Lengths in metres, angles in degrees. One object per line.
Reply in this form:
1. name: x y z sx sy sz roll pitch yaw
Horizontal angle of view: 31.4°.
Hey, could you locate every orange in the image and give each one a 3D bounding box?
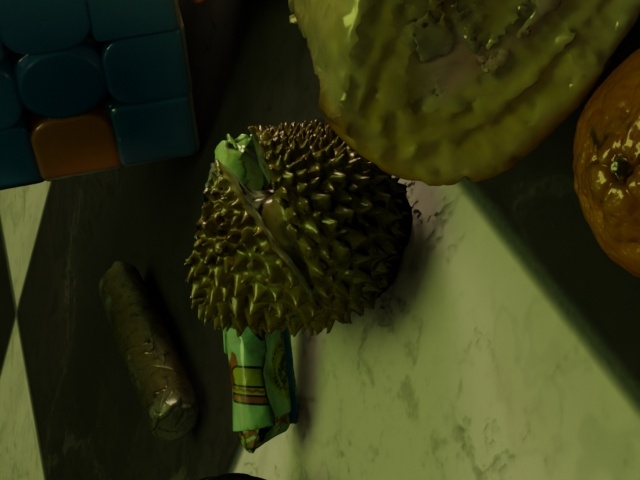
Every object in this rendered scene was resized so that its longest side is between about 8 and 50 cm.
1. orange: 0.184 -0.040 0.559 0.135 0.118 0.135 -34 48 48

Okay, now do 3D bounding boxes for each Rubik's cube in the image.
1. Rubik's cube: -0.314 -0.269 1.331 0.291 0.290 0.291 86 170 -50

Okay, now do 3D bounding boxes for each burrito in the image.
1. burrito: -0.051 0.045 1.044 0.054 0.104 0.288 -7 88 31

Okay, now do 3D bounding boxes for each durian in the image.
1. durian: 0.000 0.000 0.918 0.237 0.138 0.193 -25 -49 -71

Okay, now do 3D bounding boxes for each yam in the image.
1. yam: -0.210 0.125 1.368 0.071 0.067 0.317 -58 34 17

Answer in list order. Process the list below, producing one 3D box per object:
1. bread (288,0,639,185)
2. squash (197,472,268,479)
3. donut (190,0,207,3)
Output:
1. bread: 0.068 -0.204 0.709 0.236 0.165 0.375 -60 19 24
2. squash: -0.083 0.291 0.950 0.193 0.156 0.193 -12 66 28
3. donut: -0.085 -0.370 1.190 0.253 0.118 0.253 -32 53 56
